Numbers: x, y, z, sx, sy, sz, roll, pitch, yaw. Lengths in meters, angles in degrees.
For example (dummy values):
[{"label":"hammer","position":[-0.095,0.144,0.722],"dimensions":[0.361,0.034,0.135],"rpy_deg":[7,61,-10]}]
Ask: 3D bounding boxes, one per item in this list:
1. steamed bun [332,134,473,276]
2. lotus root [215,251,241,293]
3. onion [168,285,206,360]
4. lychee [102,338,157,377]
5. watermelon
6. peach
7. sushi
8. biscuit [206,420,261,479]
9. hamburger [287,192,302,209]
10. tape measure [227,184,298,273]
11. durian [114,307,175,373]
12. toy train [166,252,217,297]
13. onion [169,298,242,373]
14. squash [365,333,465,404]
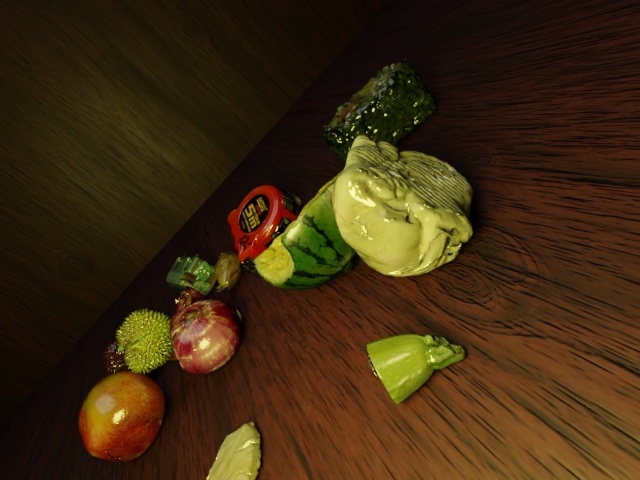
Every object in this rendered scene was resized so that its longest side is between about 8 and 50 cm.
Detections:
[{"label":"steamed bun","position":[0.146,-0.052,0.866],"dimensions":[0.280,0.268,0.207],"rpy_deg":[-72,4,-54]},{"label":"lotus root","position":[-0.323,0.119,1.537],"dimensions":[0.190,0.094,0.108],"rpy_deg":[-105,28,-52]},{"label":"onion","position":[-0.406,0.253,1.364],"dimensions":[0.283,0.120,0.227],"rpy_deg":[121,160,-51]},{"label":"lychee","position":[-0.651,0.412,1.512],"dimensions":[0.194,0.194,0.194],"rpy_deg":[-37,26,21]},{"label":"watermelon","position":[0.000,0.000,1.057],"dimensions":[0.331,0.189,0.331],"rpy_deg":[-40,7,6]},{"label":"peach","position":[-0.533,0.470,1.183],"dimensions":[0.231,0.231,0.231],"rpy_deg":[-37,26,21]},{"label":"sushi","position":[0.174,-0.400,1.402],"dimensions":[0.352,0.178,0.294],"rpy_deg":[-42,23,8]},{"label":"biscuit","position":[-0.180,0.473,0.804],"dimensions":[0.141,0.038,0.289],"rpy_deg":[-17,38,48]},{"label":"hamburger","position":[-0.142,-0.105,1.597],"dimensions":[0.176,0.087,0.102],"rpy_deg":[0,68,45]},{"label":"tape measure","position":[-0.190,-0.057,1.474],"dimensions":[0.260,0.114,0.253],"rpy_deg":[-41,47,15]},{"label":"durian","position":[-0.472,0.282,1.207],"dimensions":[0.159,0.146,0.198],"rpy_deg":[45,133,33]},{"label":"toy train","position":[-0.522,0.143,1.781],"dimensions":[0.326,0.129,0.159],"rpy_deg":[-2,55,57]},{"label":"onion","position":[-0.301,0.252,1.195],"dimensions":[0.200,0.200,0.207],"rpy_deg":[-46,6,2]},{"label":"squash","position":[0.148,0.176,0.676],"dimensions":[0.132,0.105,0.105],"rpy_deg":[-30,26,7]}]
